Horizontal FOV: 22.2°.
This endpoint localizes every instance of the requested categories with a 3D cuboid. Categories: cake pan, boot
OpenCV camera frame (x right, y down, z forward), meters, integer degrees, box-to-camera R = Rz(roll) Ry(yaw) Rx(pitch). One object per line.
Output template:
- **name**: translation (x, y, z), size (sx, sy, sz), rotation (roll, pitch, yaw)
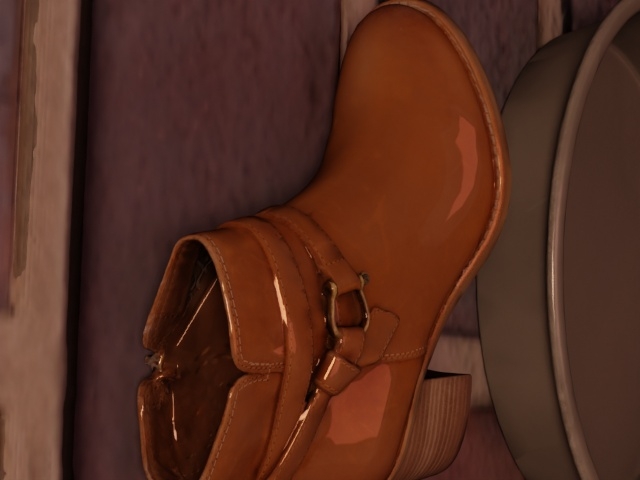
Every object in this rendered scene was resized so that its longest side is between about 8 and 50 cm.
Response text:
- **cake pan**: translation (0.161, 0.017, 0.841), size (0.293, 0.054, 0.293), rotation (2, 87, -57)
- **boot**: translation (0.000, 0.000, 0.585), size (0.152, 0.073, 0.197), rotation (4, 83, -52)
